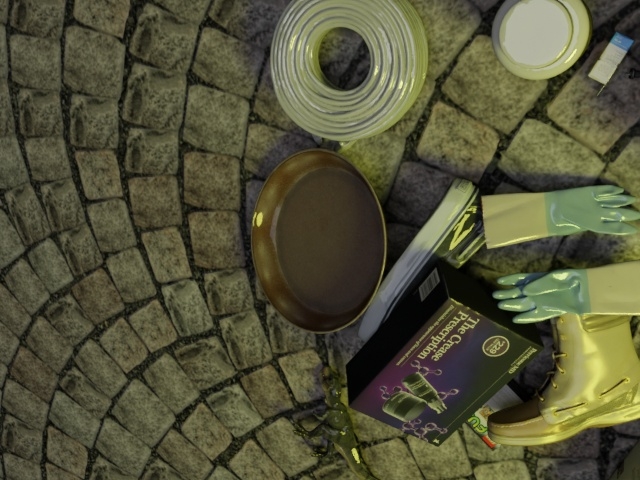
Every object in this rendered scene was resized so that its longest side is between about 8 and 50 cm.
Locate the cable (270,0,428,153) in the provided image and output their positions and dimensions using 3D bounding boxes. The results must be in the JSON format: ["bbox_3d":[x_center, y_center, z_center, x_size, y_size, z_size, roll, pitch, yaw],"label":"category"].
[{"bbox_3d":[0.038,-0.286,1.063,0.257,0.089,0.257,-27,94,28],"label":"cable"}]

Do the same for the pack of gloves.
[{"bbox_3d":[0.364,0.021,1.004,0.232,0.046,0.195,-5,83,7],"label":"pack of gloves"}]

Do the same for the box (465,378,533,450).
[{"bbox_3d":[0.267,0.253,1.165,0.207,0.036,0.114,46,118,4],"label":"box"}]

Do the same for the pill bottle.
[{"bbox_3d":[0.292,-0.274,0.884,0.117,0.215,0.117,7,109,22],"label":"pill bottle"}]

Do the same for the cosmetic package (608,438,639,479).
[{"bbox_3d":[0.539,0.410,1.030,0.151,0.151,0.183,29,115,13],"label":"cosmetic package"}]

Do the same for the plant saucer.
[{"bbox_3d":[0.000,0.000,1.145,0.310,0.050,0.310,4,96,43],"label":"plant saucer"}]

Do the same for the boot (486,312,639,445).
[{"bbox_3d":[0.367,0.199,1.048,0.262,0.095,0.203,-16,99,9],"label":"boot"}]

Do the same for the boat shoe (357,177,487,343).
[{"bbox_3d":[0.177,0.062,1.095,0.119,0.121,0.335,35,118,8],"label":"boat shoe"}]

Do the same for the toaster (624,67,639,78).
[{"bbox_3d":[0.505,-0.231,0.843,0.227,0.146,0.129,0,105,24],"label":"toaster"}]

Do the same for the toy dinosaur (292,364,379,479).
[{"bbox_3d":[0.023,0.377,1.302,0.118,0.064,0.268,-18,102,21],"label":"toy dinosaur"}]

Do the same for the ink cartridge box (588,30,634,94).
[{"bbox_3d":[0.400,-0.247,0.939,0.028,0.048,0.083,33,116,11],"label":"ink cartridge box"}]

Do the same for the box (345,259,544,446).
[{"bbox_3d":[0.187,0.185,1.062,0.184,0.103,0.261,26,120,-19],"label":"box"}]
